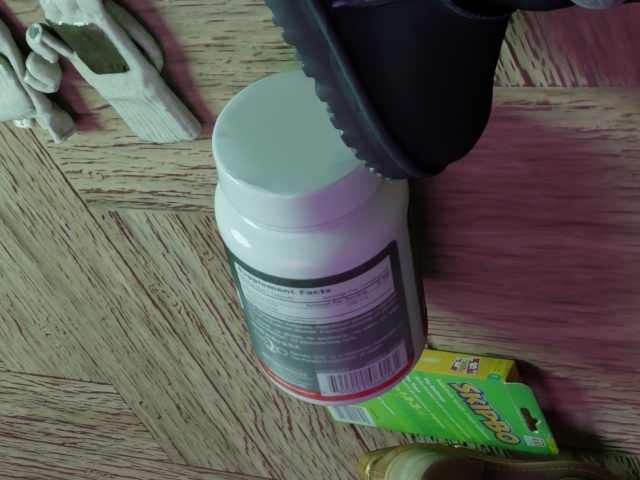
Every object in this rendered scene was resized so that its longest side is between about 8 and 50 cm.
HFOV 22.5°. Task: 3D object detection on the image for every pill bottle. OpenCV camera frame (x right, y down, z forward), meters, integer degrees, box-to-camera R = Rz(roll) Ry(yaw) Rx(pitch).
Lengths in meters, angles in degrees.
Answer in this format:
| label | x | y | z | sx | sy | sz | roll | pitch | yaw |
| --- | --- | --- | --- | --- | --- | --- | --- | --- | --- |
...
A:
| label | x | y | z | sx | sy | sz | roll | pitch | yaw |
| --- | --- | --- | --- | --- | --- | --- | --- | --- | --- |
| pill bottle | 0.000 | 0.000 | 1.351 | 0.161 | 0.161 | 0.283 | 14 | 145 | 20 |

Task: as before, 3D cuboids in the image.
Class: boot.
| label | x | y | z | sx | sy | sz | roll | pitch | yaw |
| --- | --- | --- | --- | --- | --- | --- | --- | --- | --- |
| boot | 0.207 | -0.171 | 0.954 | 0.445 | 0.146 | 0.367 | -10 | 158 | 19 |
| boot | 0.182 | 0.267 | 1.629 | 0.283 | 0.109 | 0.220 | 10 | 174 | -15 |

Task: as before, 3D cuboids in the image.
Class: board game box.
| label | x | y | z | sx | sy | sz | roll | pitch | yaw |
| --- | --- | --- | --- | --- | --- | --- | --- | --- | --- |
| board game box | 0.109 | 0.154 | 1.607 | 0.259 | 0.039 | 0.124 | 8 | 144 | 32 |

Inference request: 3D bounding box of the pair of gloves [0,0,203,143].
| label | x | y | z | sx | sy | sz | roll | pitch | yaw |
| --- | --- | --- | --- | --- | --- | --- | --- | --- | --- |
| pair of gloves | -0.241 | -0.156 | 1.419 | 0.240 | 0.042 | 0.204 | 6 | 143 | 31 |
